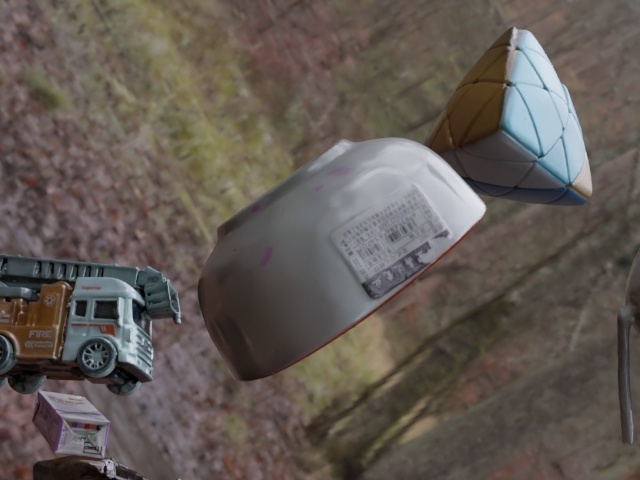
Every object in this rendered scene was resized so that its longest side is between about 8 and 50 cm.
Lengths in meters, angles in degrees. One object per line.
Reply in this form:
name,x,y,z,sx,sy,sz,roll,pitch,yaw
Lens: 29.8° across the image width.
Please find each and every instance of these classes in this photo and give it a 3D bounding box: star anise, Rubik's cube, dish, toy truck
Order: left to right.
toy truck,-0.361,0.110,1.658,0.133,0.338,0.184,65,27,-68
star anise,-0.165,0.290,1.219,0.212,0.129,0.283,32,-1,32
dish,0.000,0.000,0.986,0.117,0.256,0.256,54,2,-3
Rubik's cube,0.269,-0.124,1.561,0.254,0.254,0.254,62,2,-3

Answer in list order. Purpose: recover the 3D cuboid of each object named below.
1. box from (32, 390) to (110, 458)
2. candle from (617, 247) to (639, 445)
box,-0.236,0.171,1.131,0.117,0.051,0.036,14,-88,65
candle,0.388,0.023,0.961,0.221,0.342,0.221,169,-90,-83
